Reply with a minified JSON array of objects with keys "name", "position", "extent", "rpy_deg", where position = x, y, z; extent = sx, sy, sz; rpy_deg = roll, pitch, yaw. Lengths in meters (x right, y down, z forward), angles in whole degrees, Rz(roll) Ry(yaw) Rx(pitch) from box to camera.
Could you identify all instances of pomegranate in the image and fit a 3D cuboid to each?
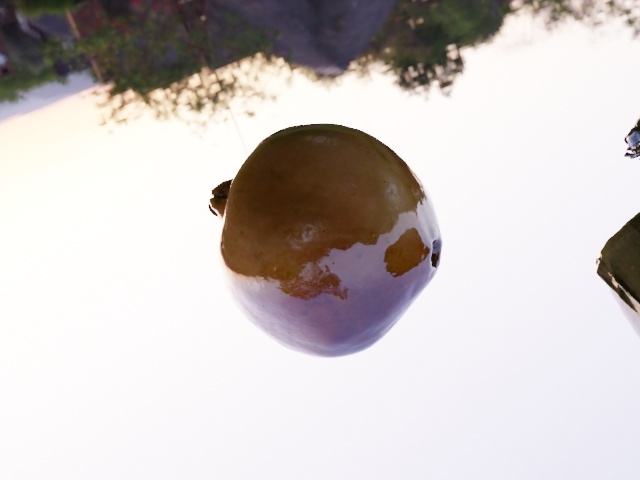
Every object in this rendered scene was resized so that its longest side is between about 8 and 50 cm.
[{"name":"pomegranate","position":[0.005,0.002,0.890],"extent":[0.209,0.209,0.209],"rpy_deg":[-20,-165,6]}]

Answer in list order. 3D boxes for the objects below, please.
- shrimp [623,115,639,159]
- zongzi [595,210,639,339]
[{"name":"shrimp","position":[0.268,-0.126,0.622],"extent":[0.150,0.051,0.217],"rpy_deg":[-60,-172,-32]},{"name":"zongzi","position":[0.396,0.102,0.851],"extent":[0.145,0.300,0.274],"rpy_deg":[-52,-136,16]}]
